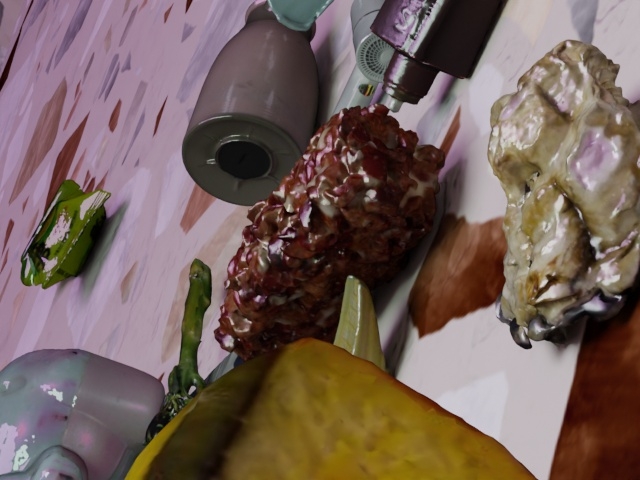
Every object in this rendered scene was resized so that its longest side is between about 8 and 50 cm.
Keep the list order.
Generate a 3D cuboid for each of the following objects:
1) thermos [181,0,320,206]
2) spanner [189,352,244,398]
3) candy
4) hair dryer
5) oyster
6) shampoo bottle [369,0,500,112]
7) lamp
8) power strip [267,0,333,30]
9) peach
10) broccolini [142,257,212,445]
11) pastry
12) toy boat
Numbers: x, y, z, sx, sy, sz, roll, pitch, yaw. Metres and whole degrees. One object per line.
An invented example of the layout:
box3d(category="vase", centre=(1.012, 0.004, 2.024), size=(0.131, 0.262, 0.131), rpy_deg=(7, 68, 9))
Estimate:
box3d(category="thermos", centre=(-0.050, -0.121, 1.627), size=(0.137, 0.105, 0.193), rpy_deg=(85, -168, -45))
box3d(category="spanner", centre=(-0.062, 0.093, 1.512), size=(0.316, 0.024, 0.087), rpy_deg=(-46, 25, 53))
box3d(category="candy", centre=(-0.314, -0.001, 2.313), size=(0.149, 0.069, 0.246), rpy_deg=(-64, 12, -4))
box3d(category="hair dryer", centre=(0.032, -0.124, 1.463), size=(0.082, 0.047, 0.137), rpy_deg=(-95, 24, -58))
box3d(category="oyster", centre=(0.119, -0.030, 1.020), size=(0.191, 0.081, 0.163), rpy_deg=(-124, 54, -74))
box3d(category="shampoo bottle", centre=(0.088, -0.172, 1.301), size=(0.236, 0.067, 0.068), rpy_deg=(-64, 26, 12))
box3d(category="lamp", centre=(-0.265, 0.235, 1.576), size=(0.247, 0.247, 0.301), rpy_deg=(123, 165, -46))
box3d(category="power strip", centre=(0.061, -0.263, 1.446), size=(0.253, 0.054, 0.167), rpy_deg=(-30, 24, 54))
box3d(category="peach", centre=(-0.003, 0.248, 0.772), size=(0.306, 0.242, 0.380), rpy_deg=(-53, -22, -70))
box3d(category="broccolini", centre=(-0.103, 0.101, 1.561), size=(0.254, 0.071, 0.057), rpy_deg=(-80, -24, -59))
box3d(category="pastry", centre=(0.002, 0.001, 1.270), size=(0.208, 0.115, 0.097), rpy_deg=(-55, 28, 39))
box3d(category="toy boat", centre=(0.000, 0.108, 1.224), size=(0.172, 0.066, 0.065), rpy_deg=(-65, 14, 5))
